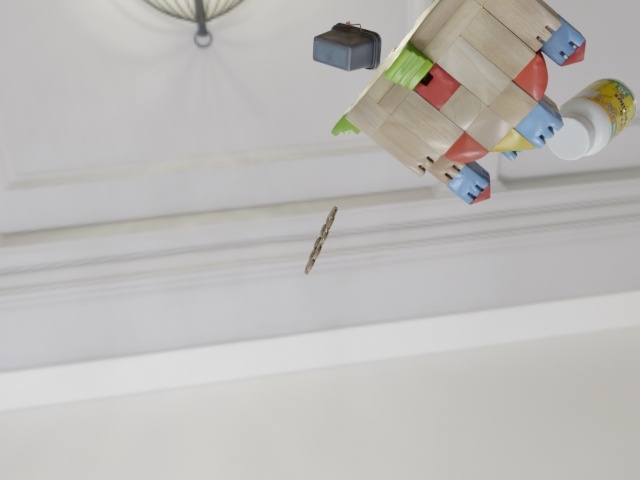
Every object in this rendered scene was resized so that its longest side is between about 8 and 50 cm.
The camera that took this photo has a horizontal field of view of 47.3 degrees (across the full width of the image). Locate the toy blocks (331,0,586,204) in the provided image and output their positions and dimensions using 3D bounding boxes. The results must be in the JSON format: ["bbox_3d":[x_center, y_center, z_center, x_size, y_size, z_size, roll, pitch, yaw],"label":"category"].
[{"bbox_3d":[0.230,-0.215,1.054,0.261,0.381,0.191,37,-152,-8],"label":"toy blocks"}]

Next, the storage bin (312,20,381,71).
[{"bbox_3d":[0.052,-0.417,1.580,0.135,0.098,0.091,26,-143,32],"label":"storage bin"}]

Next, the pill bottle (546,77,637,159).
[{"bbox_3d":[0.532,-0.237,1.446,0.117,0.118,0.208,22,-141,35],"label":"pill bottle"}]

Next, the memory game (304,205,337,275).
[{"bbox_3d":[0.000,0.000,1.772,0.012,0.186,0.186,25,-148,-3],"label":"memory game"}]
